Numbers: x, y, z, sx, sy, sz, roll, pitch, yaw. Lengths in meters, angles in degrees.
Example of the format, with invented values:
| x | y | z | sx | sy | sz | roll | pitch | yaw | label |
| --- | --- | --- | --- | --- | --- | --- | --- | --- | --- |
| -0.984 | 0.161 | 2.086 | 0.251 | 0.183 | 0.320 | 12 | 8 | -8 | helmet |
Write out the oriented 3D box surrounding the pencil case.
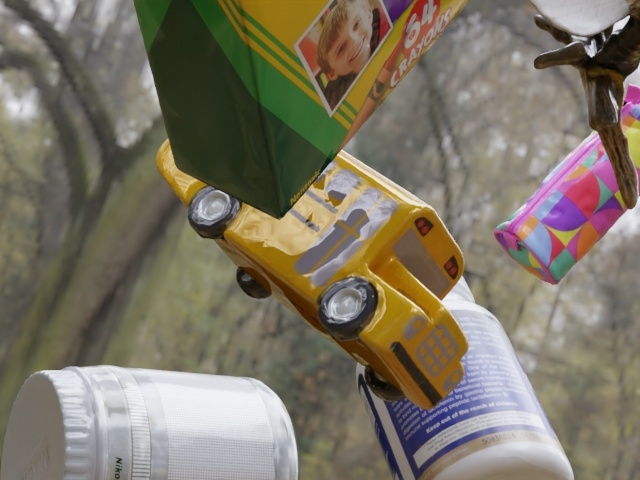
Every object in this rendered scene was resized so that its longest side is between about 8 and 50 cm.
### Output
| x | y | z | sx | sy | sz | roll | pitch | yaw | label |
| --- | --- | --- | --- | --- | --- | --- | --- | --- | --- |
| 0.304 | -0.061 | 1.938 | 0.104 | 0.236 | 0.104 | 40 | -7 | 6 | pencil case |

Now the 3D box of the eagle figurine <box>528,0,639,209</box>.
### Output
| x | y | z | sx | sy | sz | roll | pitch | yaw | label |
| --- | --- | --- | --- | --- | --- | --- | --- | --- | --- |
| 0.318 | -0.201 | 1.302 | 0.298 | 0.225 | 0.226 | -28 | -76 | 30 | eagle figurine |

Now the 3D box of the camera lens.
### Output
| x | y | z | sx | sy | sz | roll | pitch | yaw | label |
| --- | --- | --- | --- | --- | --- | --- | --- | --- | --- |
| -0.175 | 0.246 | 1.792 | 0.274 | 0.219 | 0.219 | 8 | -6 | -28 | camera lens |

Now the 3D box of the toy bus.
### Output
| x | y | z | sx | sy | sz | roll | pitch | yaw | label |
| --- | --- | --- | --- | --- | --- | --- | --- | --- | --- |
| 0.000 | 0.000 | 1.381 | 0.332 | 0.130 | 0.108 | 35 | -13 | 42 | toy bus |

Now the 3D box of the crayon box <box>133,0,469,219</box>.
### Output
| x | y | z | sx | sy | sz | roll | pitch | yaw | label |
| --- | --- | --- | --- | --- | --- | --- | --- | --- | --- |
| 0.022 | -0.248 | 1.149 | 0.106 | 0.363 | 0.313 | 26 | -31 | 24 | crayon box |

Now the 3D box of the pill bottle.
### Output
| x | y | z | sx | sy | sz | roll | pitch | yaw | label |
| --- | --- | --- | --- | --- | --- | --- | --- | --- | --- |
| 0.120 | 0.151 | 1.587 | 0.153 | 0.153 | 0.265 | 30 | 27 | -41 | pill bottle |
